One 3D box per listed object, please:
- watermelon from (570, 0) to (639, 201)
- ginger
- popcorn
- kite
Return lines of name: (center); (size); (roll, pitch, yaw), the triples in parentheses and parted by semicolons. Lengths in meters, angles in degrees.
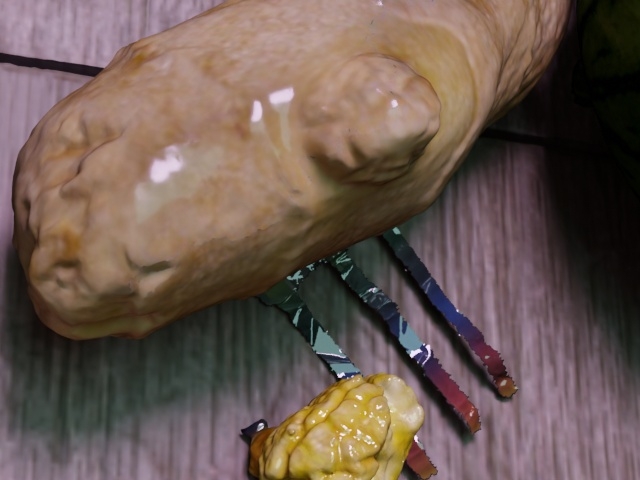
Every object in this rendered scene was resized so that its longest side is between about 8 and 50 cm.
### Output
watermelon: (0.224, -0.122, 0.687); (0.189, 0.331, 0.331); (2, 64, 17)
ginger: (0.010, -0.071, 0.608); (0.354, 0.190, 0.126); (-42, 107, -42)
popcorn: (-0.001, 0.093, 0.602); (0.084, 0.084, 0.084); (8, 68, -21)
kite: (0.001, -0.001, 0.666); (0.141, 0.015, 0.245); (-37, 87, -28)
